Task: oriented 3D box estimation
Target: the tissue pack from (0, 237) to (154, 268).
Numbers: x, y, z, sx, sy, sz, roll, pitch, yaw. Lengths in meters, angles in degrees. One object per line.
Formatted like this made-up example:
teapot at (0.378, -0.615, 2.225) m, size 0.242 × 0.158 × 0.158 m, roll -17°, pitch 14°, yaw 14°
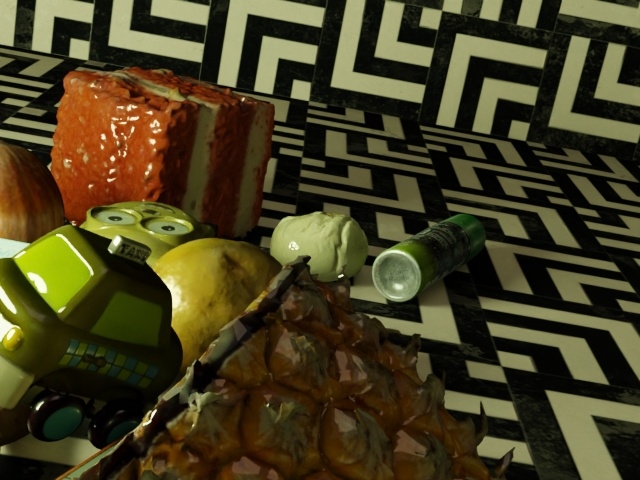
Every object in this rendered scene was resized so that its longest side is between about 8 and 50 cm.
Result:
tissue pack at (-0.361, 0.085, 1.316) m, size 0.263 × 0.089 × 0.177 m, roll 9°, pitch 33°, yaw 5°

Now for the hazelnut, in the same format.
hazelnut at (-0.463, -0.042, 1.489) m, size 0.176 × 0.214 × 0.214 m, roll -3°, pitch 17°, yaw 10°

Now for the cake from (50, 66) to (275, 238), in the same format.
cake at (-0.271, -0.151, 1.810) m, size 0.269 × 0.270 × 0.320 m, roll 24°, pitch 21°, yaw 32°

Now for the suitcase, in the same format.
suitcase at (-0.258, 0.026, 1.498) m, size 0.194 × 0.143 × 0.235 m, roll 12°, pitch 20°, yaw 3°

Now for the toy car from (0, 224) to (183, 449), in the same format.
toy car at (-0.244, 0.084, 1.092) m, size 0.204 × 0.198 × 0.248 m, roll 42°, pitch 9°, yaw 38°

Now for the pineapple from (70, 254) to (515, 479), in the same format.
pineapple at (-0.021, 0.211, 0.788) m, size 0.300 × 0.352 × 0.352 m, roll 48°, pitch 21°, yaw -4°

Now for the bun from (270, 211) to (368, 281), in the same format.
bun at (0.000, 0.000, 1.766) m, size 0.188 × 0.111 × 0.164 m, roll -10°, pitch 25°, yaw -39°

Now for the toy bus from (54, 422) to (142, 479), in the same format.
toy bus at (-0.164, 0.238, 1.029) m, size 0.092 × 0.093 × 0.409 m, roll 11°, pitch 17°, yaw 23°

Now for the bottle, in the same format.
bottle at (0.201, 0.023, 1.836) m, size 0.093 × 0.093 × 0.330 m, roll 20°, pitch 21°, yaw 23°

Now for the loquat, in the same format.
loquat at (-0.123, 0.093, 1.337) m, size 0.234 × 0.187 × 0.176 m, roll 18°, pitch -13°, yaw -30°

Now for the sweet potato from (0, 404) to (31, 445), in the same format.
sweet potato at (-0.350, 0.210, 0.998) m, size 0.109 × 0.109 × 0.385 m, roll 10°, pitch 14°, yaw -3°
